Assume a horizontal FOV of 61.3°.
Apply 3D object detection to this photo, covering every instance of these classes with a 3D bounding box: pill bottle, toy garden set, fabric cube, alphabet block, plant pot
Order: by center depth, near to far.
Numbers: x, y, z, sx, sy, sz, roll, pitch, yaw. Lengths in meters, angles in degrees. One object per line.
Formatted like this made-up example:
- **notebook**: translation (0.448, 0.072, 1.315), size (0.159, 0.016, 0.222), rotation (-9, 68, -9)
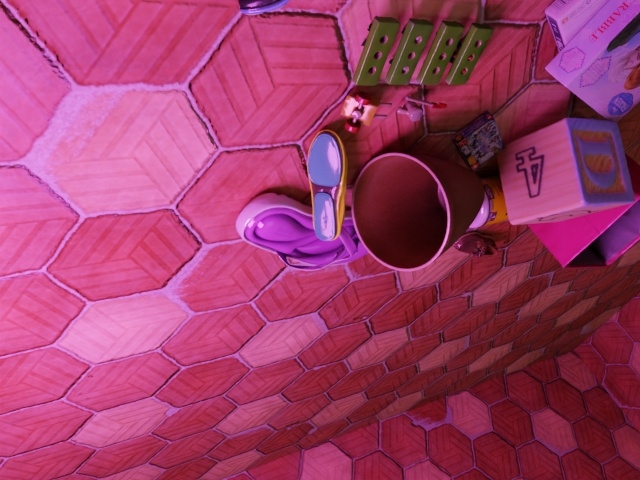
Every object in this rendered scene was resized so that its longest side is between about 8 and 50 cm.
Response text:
- **toy garden set**: translation (0.153, -0.289, 0.939), size (0.244, 0.049, 0.204), rotation (-9, 141, -30)
- **plant pot**: translation (0.237, -0.082, 1.149), size (0.254, 0.237, 0.237), rotation (-18, 149, -43)
- **alphabet block**: translation (0.549, -0.151, 1.227), size (0.192, 0.194, 0.197), rotation (-3, 171, -29)
- **pill bottle**: translation (0.447, -0.104, 1.348), size (0.215, 0.117, 0.117), rotation (-12, 144, -25)
- **fabric cube**: translation (0.703, -0.106, 1.414), size (0.254, 0.258, 0.259), rotation (2, 136, -38)

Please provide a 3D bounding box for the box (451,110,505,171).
- **box**: translation (0.354, -0.218, 1.204), size (0.094, 0.027, 0.137), rotation (-36, 147, 13)

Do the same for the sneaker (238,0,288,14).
- **sneaker**: translation (-0.038, -0.364, 0.685), size (0.188, 0.067, 0.078), rotation (-39, 125, 18)

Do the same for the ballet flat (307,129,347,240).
- **ballet flat**: translation (0.019, -0.110, 1.044), size (0.077, 0.077, 0.231), rotation (-46, 143, -52)

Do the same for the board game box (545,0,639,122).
- **board game box**: translation (0.642, -0.401, 1.062), size (0.318, 0.066, 0.318), rotation (6, 134, -46)

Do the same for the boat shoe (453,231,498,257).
- **boat shoe**: translation (0.457, 0.016, 1.572), size (0.178, 0.060, 0.064), rotation (3, 136, -40)

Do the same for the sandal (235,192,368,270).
- **sandal**: translation (-0.009, 0.010, 1.169), size (0.416, 0.102, 0.169), rotation (11, 130, -46)

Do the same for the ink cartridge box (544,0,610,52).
- **ink cartridge box**: translation (0.542, -0.443, 1.023), size (0.206, 0.045, 0.208), rotation (-40, 147, 17)
